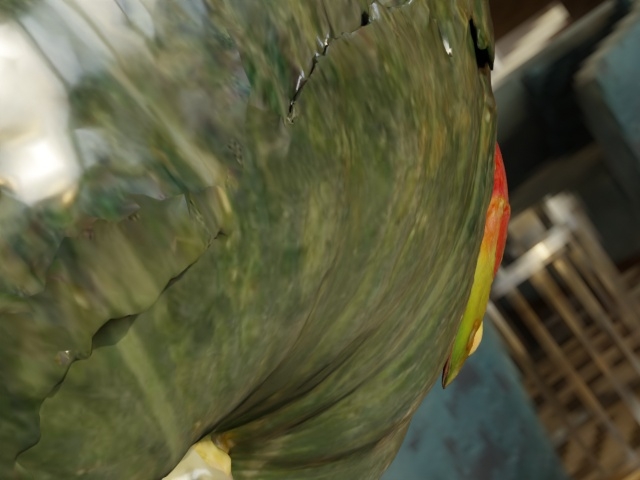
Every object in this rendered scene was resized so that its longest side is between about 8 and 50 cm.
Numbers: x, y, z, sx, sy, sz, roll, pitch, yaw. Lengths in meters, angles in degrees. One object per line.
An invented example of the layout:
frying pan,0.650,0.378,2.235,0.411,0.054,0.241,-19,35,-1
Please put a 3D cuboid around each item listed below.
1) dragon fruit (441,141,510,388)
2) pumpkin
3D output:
dragon fruit,0.002,-0.003,1.114,0.224,0.224,0.227,-52,-27,-62
pumpkin,-0.104,-0.010,0.484,0.327,0.257,0.291,-26,-27,-45
